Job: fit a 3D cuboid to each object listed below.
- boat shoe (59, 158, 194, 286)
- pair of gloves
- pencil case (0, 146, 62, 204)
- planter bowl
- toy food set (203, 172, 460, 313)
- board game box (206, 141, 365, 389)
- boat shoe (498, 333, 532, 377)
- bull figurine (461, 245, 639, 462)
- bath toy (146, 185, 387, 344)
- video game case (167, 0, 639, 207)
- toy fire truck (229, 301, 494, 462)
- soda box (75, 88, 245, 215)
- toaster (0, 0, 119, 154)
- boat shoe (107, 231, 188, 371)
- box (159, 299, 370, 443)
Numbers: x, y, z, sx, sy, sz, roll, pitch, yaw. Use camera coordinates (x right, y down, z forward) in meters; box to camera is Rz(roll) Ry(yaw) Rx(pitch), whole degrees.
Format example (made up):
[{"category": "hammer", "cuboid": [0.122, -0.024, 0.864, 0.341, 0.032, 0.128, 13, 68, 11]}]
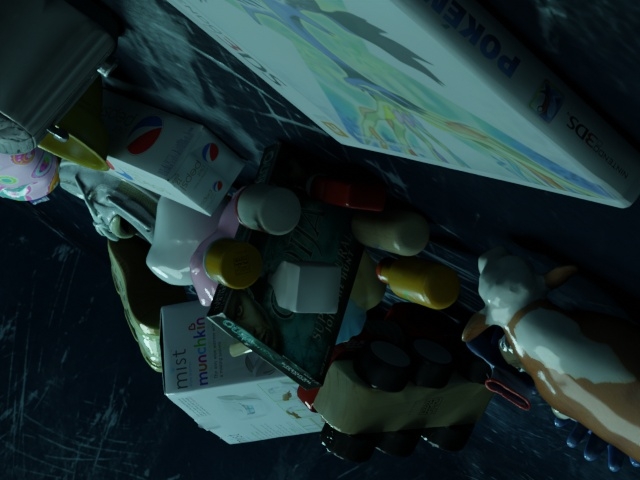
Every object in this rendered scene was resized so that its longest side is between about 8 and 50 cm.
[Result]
[{"category": "boat shoe", "cuboid": [-0.222, -0.017, 2.234, 0.320, 0.103, 0.118, 29, 171, 18]}, {"category": "pair of gloves", "cuboid": [0.222, 0.147, 1.628, 0.198, 0.023, 0.159, 30, -161, 2]}, {"category": "pencil case", "cuboid": [-0.427, -0.141, 2.212, 0.124, 0.124, 0.284, 29, 170, 19]}, {"category": "planter bowl", "cuboid": [-0.285, -0.159, 1.699, 0.217, 0.090, 0.217, 27, 172, 4]}, {"category": "toy food set", "cuboid": [0.000, 0.000, 1.476, 0.232, 0.111, 0.104, 2, -174, -27]}, {"category": "board game box", "cuboid": [-0.024, 0.021, 1.515, 0.126, 0.186, 0.026, 37, 143, -30]}, {"category": "boat shoe", "cuboid": [0.194, 0.097, 1.529, 0.066, 0.066, 0.183, 32, 171, 10]}, {"category": "bull figurine", "cuboid": [0.249, 0.116, 1.340, 0.310, 0.101, 0.188, 31, 175, 23]}, {"category": "bath toy", "cuboid": [-0.071, 0.006, 1.775, 0.348, 0.151, 0.129, 24, 130, 56]}, {"category": "video game case", "cuboid": [0.002, -0.133, 1.040, 0.300, 0.036, 0.329, 37, 170, -30]}, {"category": "toy fire truck", "cuboid": [0.036, 0.124, 1.809, 0.217, 0.158, 0.246, 0, -146, -43]}, {"category": "soda box", "cuboid": [-0.177, -0.095, 1.766, 0.216, 0.069, 0.074, 23, 167, 48]}, {"category": "toaster", "cuboid": [-0.295, -0.177, 1.476, 0.227, 0.146, 0.129, 33, 170, -5]}, {"category": "boat shoe", "cuboid": [-0.233, 0.055, 2.307, 0.104, 0.089, 0.285, 0, -142, -9]}, {"category": "box", "cuboid": [-0.052, 0.162, 2.183, 0.231, 0.127, 0.262, -10, 158, 14]}]
